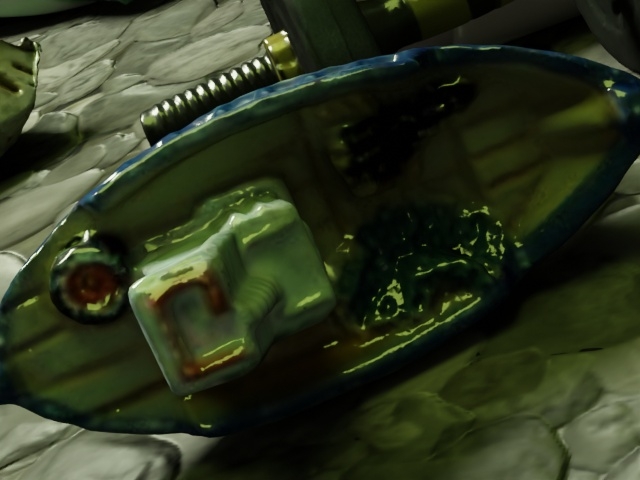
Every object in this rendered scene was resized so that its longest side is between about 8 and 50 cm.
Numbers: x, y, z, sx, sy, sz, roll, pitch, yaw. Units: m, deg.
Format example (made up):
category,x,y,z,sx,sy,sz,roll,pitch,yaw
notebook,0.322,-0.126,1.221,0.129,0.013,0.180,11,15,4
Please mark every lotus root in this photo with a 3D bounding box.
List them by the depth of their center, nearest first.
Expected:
category,x,y,z,sx,sy,sz,roll,pitch,yaw
lotus root,-0.258,-0.081,1.005,0.143,0.070,0.144,5,-22,-15

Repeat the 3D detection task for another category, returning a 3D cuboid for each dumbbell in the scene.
category,x,y,z,sx,sy,sz,roll,pitch,yaw
dumbbell,0.068,-0.116,0.713,0.326,0.143,0.143,-25,23,-2

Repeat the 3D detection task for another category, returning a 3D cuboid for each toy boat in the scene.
category,x,y,z,sx,sy,sz,roll,pitch,yaw
toy boat,0.000,0.000,0.560,0.262,0.114,0.115,-26,11,-14

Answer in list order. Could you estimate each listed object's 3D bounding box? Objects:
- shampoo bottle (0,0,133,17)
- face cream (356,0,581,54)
category,x,y,z,sx,sy,sz,roll,pitch,yaw
shampoo bottle,-0.234,-0.273,1.324,0.222,0.151,0.350,-37,27,-28
face cream,0.123,-0.168,0.844,0.274,0.096,0.154,-21,42,-9
